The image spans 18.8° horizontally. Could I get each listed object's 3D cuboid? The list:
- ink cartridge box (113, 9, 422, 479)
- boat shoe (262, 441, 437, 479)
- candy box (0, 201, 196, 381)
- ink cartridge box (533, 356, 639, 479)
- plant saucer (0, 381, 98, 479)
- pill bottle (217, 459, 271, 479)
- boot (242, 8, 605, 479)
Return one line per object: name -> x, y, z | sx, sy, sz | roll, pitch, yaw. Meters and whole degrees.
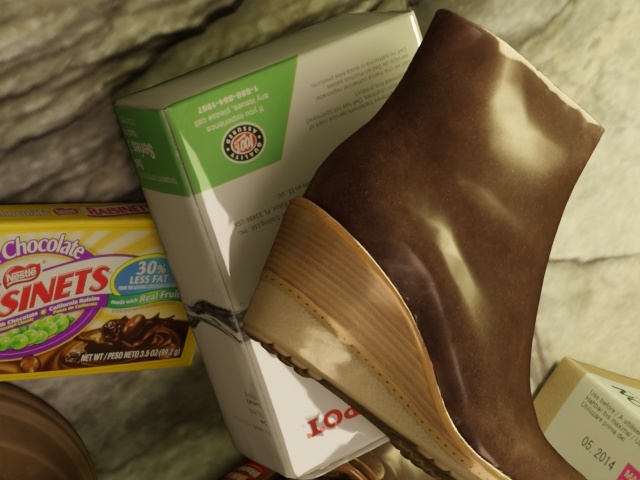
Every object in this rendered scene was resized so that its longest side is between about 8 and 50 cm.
ink cartridge box -> 0.000, 0.000, 1.082 | 0.160, 0.092, 0.219 | -23, 105, -22
boat shoe -> -0.001, 0.181, 1.095 | 0.342, 0.123, 0.123 | -22, 91, -31
candy box -> -0.155, 0.029, 1.094 | 0.206, 0.027, 0.105 | -2, 117, -35
ink cartridge box -> 0.279, 0.192, 1.374 | 0.193, 0.234, 0.088 | 20, 106, -43
plant saucer -> -0.250, 0.204, 1.137 | 0.278, 0.041, 0.278 | -18, 127, -25
pill bottle -> -0.055, 0.214, 1.201 | 0.221, 0.121, 0.121 | -31, 134, -31
boot -> 0.100, 0.025, 1.029 | 0.248, 0.090, 0.207 | 38, 80, -20
